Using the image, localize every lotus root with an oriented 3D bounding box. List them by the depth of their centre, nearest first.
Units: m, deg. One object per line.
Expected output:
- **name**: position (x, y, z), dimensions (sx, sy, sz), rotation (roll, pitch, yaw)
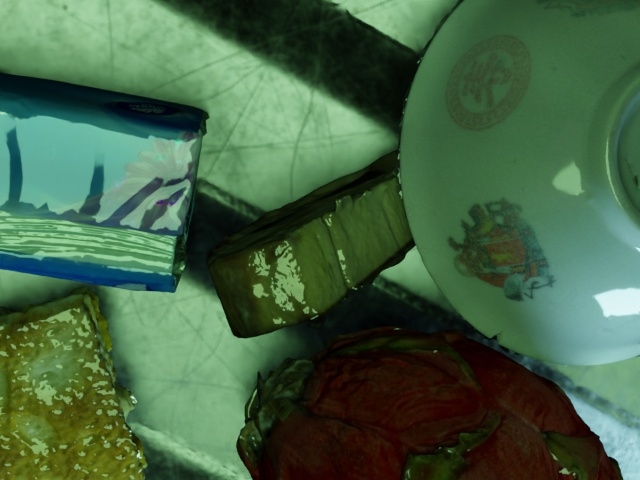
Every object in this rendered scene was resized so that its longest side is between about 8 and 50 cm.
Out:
- **lotus root**: position (0.000, 0.000, 1.508), dimensions (0.170, 0.260, 0.074), rotation (-19, 102, 35)

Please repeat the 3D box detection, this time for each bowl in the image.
- **bowl**: position (0.246, -0.066, 1.457), dimensions (0.345, 0.157, 0.346), rotation (-1, 92, -21)

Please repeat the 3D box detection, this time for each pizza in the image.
- **pizza**: position (-0.280, 0.181, 1.579), dimensions (0.268, 0.087, 0.258), rotation (-13, 105, 2)

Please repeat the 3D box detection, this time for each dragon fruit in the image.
- **dragon fruit**: position (0.096, 0.211, 1.503), dimensions (0.342, 0.277, 0.277), rotation (40, 97, -12)

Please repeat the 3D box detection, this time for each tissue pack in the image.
- **tissue pack**: position (-0.227, -0.054, 1.478), dimensions (0.263, 0.198, 0.146), rotation (9, 98, -4)
